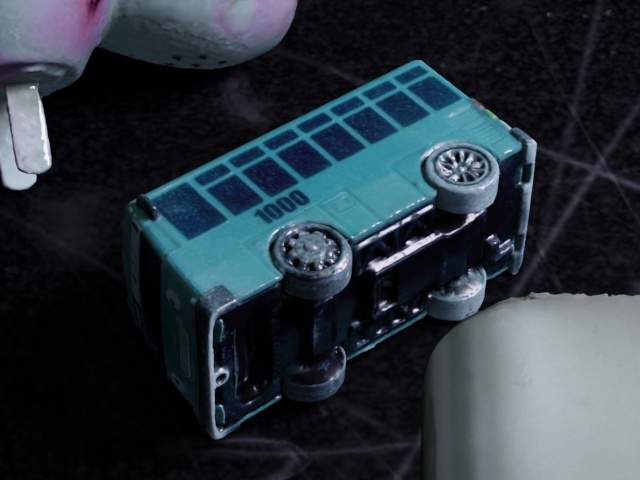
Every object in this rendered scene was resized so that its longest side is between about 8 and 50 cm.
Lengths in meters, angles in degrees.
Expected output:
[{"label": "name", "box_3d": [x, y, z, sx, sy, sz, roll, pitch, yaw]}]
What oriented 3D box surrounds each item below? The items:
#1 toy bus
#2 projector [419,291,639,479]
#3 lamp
[{"label": "toy bus", "box_3d": [0.000, 0.000, 1.232, 0.256, 0.128, 0.147, -28, 51, -26]}, {"label": "projector", "box_3d": [0.175, 0.196, 0.958, 0.248, 0.248, 0.249, 0, 45, 2]}, {"label": "lamp", "box_3d": [-0.172, -0.165, 1.355, 0.301, 0.247, 0.247, -8, 86, -22]}]
